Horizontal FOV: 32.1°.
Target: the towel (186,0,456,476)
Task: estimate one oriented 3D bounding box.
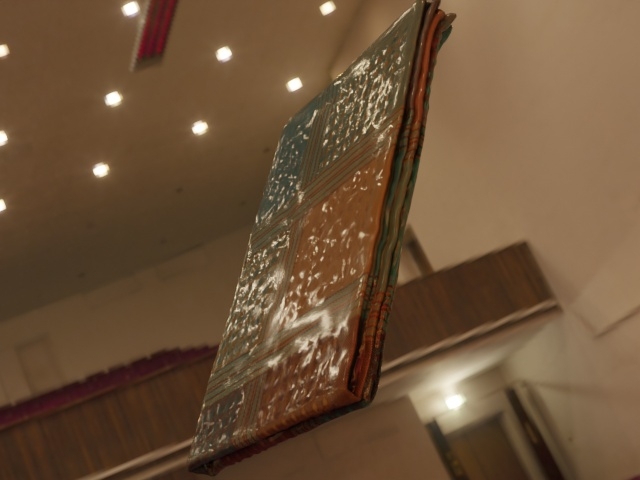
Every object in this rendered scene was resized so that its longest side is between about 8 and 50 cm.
[{"bbox_3d":[0.000,0.000,0.935,0.040,0.370,0.271,26,-33,-20],"label":"towel"}]
